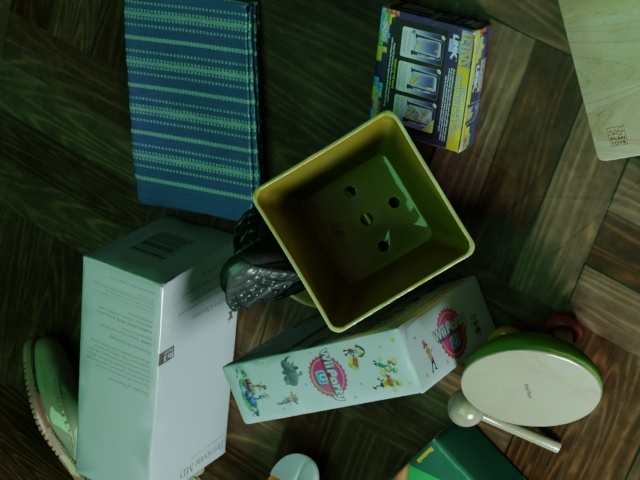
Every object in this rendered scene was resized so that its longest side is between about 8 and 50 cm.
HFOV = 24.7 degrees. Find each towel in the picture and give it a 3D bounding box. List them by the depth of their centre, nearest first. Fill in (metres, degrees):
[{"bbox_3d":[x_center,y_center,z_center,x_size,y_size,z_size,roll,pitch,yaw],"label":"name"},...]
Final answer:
[{"bbox_3d":[-0.183,-0.197,2.157,0.243,0.040,0.335,10,111,32],"label":"towel"}]

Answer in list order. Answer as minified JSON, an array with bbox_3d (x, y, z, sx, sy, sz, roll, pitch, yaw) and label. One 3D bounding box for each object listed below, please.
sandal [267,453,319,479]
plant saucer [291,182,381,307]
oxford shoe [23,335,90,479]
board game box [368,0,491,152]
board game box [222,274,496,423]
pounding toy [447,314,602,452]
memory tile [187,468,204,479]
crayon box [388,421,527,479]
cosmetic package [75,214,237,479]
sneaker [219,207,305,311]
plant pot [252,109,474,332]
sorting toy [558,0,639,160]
[{"bbox_3d":[-0.043,0.449,2.283,0.102,0.076,0.265,34,115,45],"label":"sandal"},{"bbox_3d":[0.000,0.000,2.099,0.200,0.037,0.199,10,113,26],"label":"plant saucer"},{"bbox_3d":[-0.365,0.322,2.431,0.147,0.140,0.397,-28,86,12],"label":"oxford shoe"},{"bbox_3d":[0.142,-0.217,1.922,0.141,0.048,0.170,19,118,24],"label":"board game box"},{"bbox_3d":[0.054,0.152,2.012,0.303,0.224,0.097,-17,97,37],"label":"board game box"},{"bbox_3d":[0.277,0.168,1.951,0.183,0.110,0.237,14,143,-3],"label":"pounding toy"},{"bbox_3d":[-0.245,0.411,2.441,0.113,0.012,0.148,18,117,27],"label":"memory tile"},{"bbox_3d":[0.189,0.482,2.124,0.313,0.106,0.363,47,125,10],"label":"crayon box"},{"bbox_3d":[-0.247,0.181,2.230,0.156,0.217,0.384,18,119,27],"label":"cosmetic package"},{"bbox_3d":[-0.079,0.017,1.965,0.109,0.286,0.130,-28,85,13],"label":"sneaker"},{"bbox_3d":[0.060,-0.026,1.935,0.212,0.187,0.212,-31,89,4],"label":"plant pot"},{"bbox_3d":[0.426,-0.243,1.698,0.257,0.089,0.255,-8,103,36],"label":"sorting toy"}]
